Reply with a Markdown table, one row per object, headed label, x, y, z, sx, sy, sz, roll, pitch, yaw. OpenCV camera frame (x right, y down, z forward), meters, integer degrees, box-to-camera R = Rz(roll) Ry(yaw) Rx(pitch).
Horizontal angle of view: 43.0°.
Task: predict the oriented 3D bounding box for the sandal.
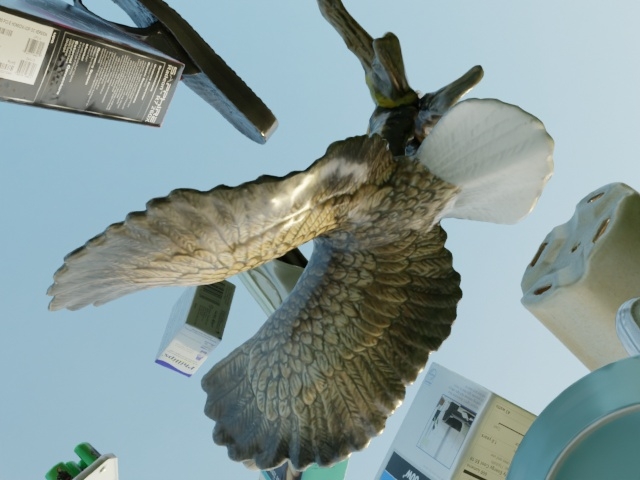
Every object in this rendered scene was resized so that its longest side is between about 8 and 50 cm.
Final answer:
| label | x | y | z | sx | sy | sz | roll | pitch | yaw |
| --- | --- | --- | --- | --- | --- | --- | --- | --- | --- |
| sandal | -0.252 | -0.287 | 1.222 | 0.445 | 0.167 | 0.107 | 42 | -99 | -16 |

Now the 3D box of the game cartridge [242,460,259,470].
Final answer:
| label | x | y | z | sx | sy | sz | roll | pitch | yaw |
| --- | --- | --- | --- | --- | --- | --- | --- | --- | --- |
| game cartridge | -0.017 | 0.218 | 1.297 | 0.062 | 0.297 | 0.198 | 54 | 179 | -21 |

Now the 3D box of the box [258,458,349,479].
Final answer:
| label | x | y | z | sx | sy | sz | roll | pitch | yaw |
| --- | --- | --- | --- | --- | --- | --- | --- | --- | --- |
| box | -0.030 | 0.311 | 0.976 | 0.060 | 0.245 | 0.100 | 3 | -162 | -29 |

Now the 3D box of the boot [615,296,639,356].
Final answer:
| label | x | y | z | sx | sy | sz | roll | pitch | yaw |
| --- | --- | --- | --- | --- | --- | --- | --- | --- | --- |
| boot | 0.397 | 0.105 | 0.794 | 0.095 | 0.123 | 0.258 | -32 | -137 | -15 |

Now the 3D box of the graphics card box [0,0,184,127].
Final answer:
| label | x | y | z | sx | sy | sz | roll | pitch | yaw |
| --- | --- | --- | --- | --- | --- | --- | --- | --- | --- |
| graphics card box | -0.333 | -0.216 | 0.831 | 0.232 | 0.094 | 0.371 | 30 | -166 | 19 |

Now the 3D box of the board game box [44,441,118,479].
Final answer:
| label | x | y | z | sx | sy | sz | roll | pitch | yaw |
| --- | --- | --- | --- | --- | --- | --- | --- | --- | --- |
| board game box | -0.422 | 0.473 | 1.029 | 0.050 | 0.390 | 0.390 | 36 | -130 | 20 |

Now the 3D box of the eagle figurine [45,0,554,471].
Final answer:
| label | x | y | z | sx | sy | sz | roll | pitch | yaw |
| --- | --- | --- | --- | --- | --- | --- | --- | --- | --- |
| eagle figurine | -0.003 | 0.003 | 0.579 | 0.226 | 0.225 | 0.298 | 33 | -113 | 11 |

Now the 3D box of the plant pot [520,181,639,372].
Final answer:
| label | x | y | z | sx | sy | sz | roll | pitch | yaw |
| --- | --- | --- | --- | --- | --- | --- | --- | --- | --- |
| plant pot | 0.469 | 0.090 | 1.152 | 0.305 | 0.334 | 0.334 | 37 | -135 | -4 |

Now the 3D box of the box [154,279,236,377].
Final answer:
| label | x | y | z | sx | sy | sz | roll | pitch | yaw |
| --- | --- | --- | --- | --- | --- | --- | --- | --- | --- |
| box | -0.215 | 0.143 | 1.398 | 0.072 | 0.137 | 0.126 | 28 | -137 | -16 |

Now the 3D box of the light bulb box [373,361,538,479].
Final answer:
| label | x | y | z | sx | sy | sz | roll | pitch | yaw |
| --- | --- | --- | --- | --- | --- | --- | --- | --- | --- |
| light bulb box | 0.327 | 0.495 | 1.627 | 0.357 | 0.225 | 0.361 | 30 | -95 | -24 |

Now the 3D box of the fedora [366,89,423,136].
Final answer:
| label | x | y | z | sx | sy | sz | roll | pitch | yaw |
| --- | --- | --- | --- | --- | --- | --- | --- | --- | --- |
| fedora | 0.108 | -0.134 | 1.200 | 0.079 | 0.194 | 0.194 | 9 | -136 | 18 |

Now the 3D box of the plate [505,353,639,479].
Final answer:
| label | x | y | z | sx | sy | sz | roll | pitch | yaw |
| --- | --- | --- | --- | --- | --- | --- | --- | --- | --- |
| plate | 0.157 | 0.136 | 0.359 | 0.024 | 0.188 | 0.188 | 29 | -136 | -45 |

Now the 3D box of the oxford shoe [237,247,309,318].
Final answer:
| label | x | y | z | sx | sy | sz | roll | pitch | yaw |
| --- | --- | --- | --- | --- | --- | --- | --- | --- | --- |
| oxford shoe | -0.005 | 0.145 | 1.607 | 0.449 | 0.130 | 0.169 | 49 | -161 | 23 |
